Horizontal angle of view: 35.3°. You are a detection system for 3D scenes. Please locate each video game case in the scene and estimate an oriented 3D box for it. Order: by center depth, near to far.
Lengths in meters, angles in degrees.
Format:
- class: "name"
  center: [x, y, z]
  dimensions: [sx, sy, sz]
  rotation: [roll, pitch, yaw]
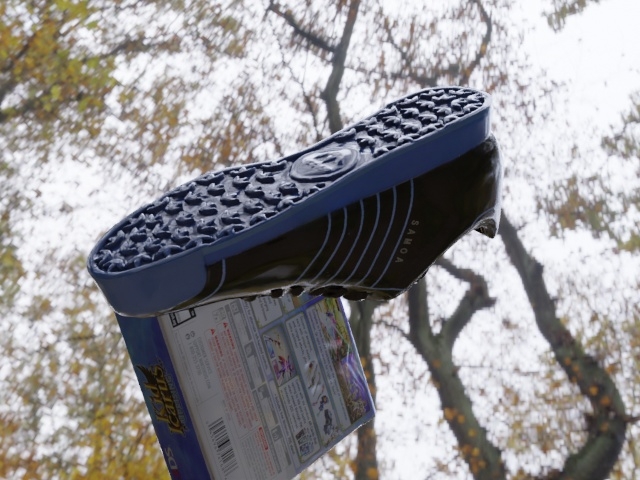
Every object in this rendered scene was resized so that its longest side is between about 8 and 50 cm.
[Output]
- class: "video game case"
  center: [-0.069, 0.094, 0.957]
  dimensions: [0.061, 0.244, 0.269]
  rotation: [-11, -81, 39]

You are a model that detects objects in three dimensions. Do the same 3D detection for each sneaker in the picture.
- class: "sneaker"
  center: [0.000, 0.000, 0.523]
  dimensions: [0.232, 0.081, 0.090]
  rotation: [-23, -60, -17]
